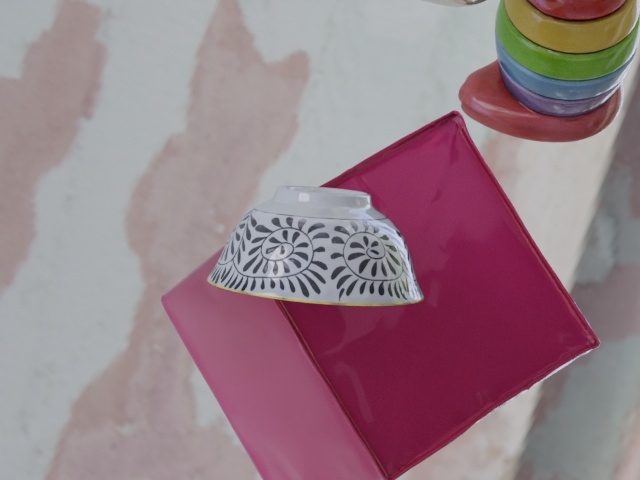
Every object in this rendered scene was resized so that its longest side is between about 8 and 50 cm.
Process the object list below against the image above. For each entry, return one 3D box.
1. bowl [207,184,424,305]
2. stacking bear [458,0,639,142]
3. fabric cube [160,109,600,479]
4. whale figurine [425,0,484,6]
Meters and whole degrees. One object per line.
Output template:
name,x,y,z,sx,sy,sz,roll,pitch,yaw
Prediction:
bowl,0.000,0.000,1.366,0.170,0.170,0.080,0,-82,-44
stacking bear,0.255,-0.250,1.819,0.175,0.164,0.289,-49,-23,-29
fabric cube,0.047,0.073,1.613,0.259,0.258,0.254,-29,-95,-25
whale figurine,0.056,-0.314,1.650,0.216,0.272,0.141,10,-81,-59
